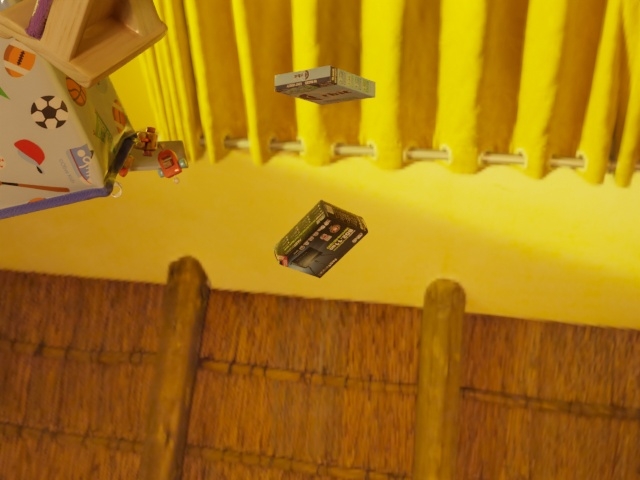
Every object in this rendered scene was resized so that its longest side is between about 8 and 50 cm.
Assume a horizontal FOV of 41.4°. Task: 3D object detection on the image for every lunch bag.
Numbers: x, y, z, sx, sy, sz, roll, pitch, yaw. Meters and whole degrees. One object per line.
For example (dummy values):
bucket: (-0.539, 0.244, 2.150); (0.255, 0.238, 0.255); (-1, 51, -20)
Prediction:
lunch bag: (-0.508, -0.203, 1.219); (0.386, 0.327, 0.239); (-14, -152, 13)

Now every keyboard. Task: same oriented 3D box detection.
keyboard: (-0.399, -0.169, 1.717); (0.256, 0.014, 0.072); (-5, -126, -21)

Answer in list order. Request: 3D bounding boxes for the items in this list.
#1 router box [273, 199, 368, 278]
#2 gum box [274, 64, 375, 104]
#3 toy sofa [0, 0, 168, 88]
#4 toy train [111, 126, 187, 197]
router box: (0.000, 0.000, 1.319); (0.092, 0.122, 0.038); (20, -144, -41)
gum box: (0.012, -0.353, 1.941); (0.157, 0.041, 0.184); (-1, 177, 36)
toy sofa: (-0.192, -0.334, 0.753); (0.177, 0.362, 0.150); (35, -138, -1)
toy train: (-0.350, -0.152, 1.634); (0.166, 0.125, 0.046); (-20, 175, 7)
